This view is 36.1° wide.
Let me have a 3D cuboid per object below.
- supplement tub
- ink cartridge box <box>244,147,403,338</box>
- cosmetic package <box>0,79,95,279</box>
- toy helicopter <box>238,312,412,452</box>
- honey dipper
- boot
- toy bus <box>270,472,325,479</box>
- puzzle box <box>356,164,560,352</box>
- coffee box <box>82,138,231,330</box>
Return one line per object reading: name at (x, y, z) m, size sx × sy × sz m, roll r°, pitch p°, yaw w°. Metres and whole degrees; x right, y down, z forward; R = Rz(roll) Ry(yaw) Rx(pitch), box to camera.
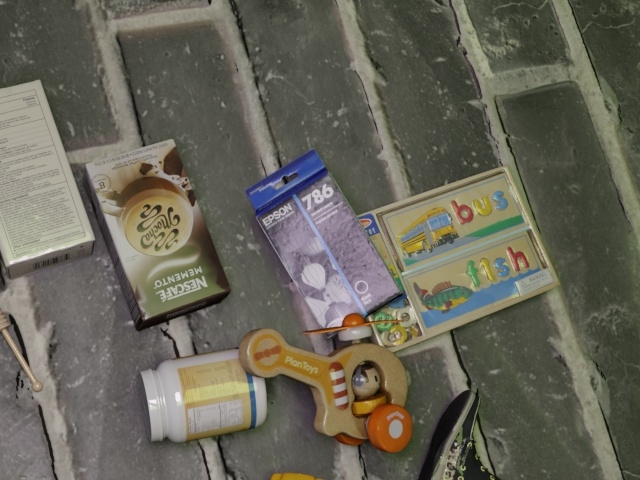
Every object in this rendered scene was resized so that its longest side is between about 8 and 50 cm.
supplement tub at (-0.203, 0.267, 1.685) m, size 0.199 × 0.144 × 0.144 m, roll -8°, pitch 78°, yaw -16°
ink cartridge box at (0.000, 0.000, 1.816) m, size 0.165 × 0.065 × 0.333 m, roll -33°, pitch 80°, yaw 3°
cosmetic package at (-0.519, -0.106, 1.720) m, size 0.160 × 0.113 × 0.309 m, roll -17°, pitch 80°, yaw -19°
toy helicopter at (0.017, 0.215, 1.694) m, size 0.355 × 0.140 × 0.235 m, roll 24°, pitch 73°, yaw -33°
honey dipper at (-0.522, 0.189, 1.684) m, size 0.030 × 0.030 × 0.161 m, roll -32°, pitch 88°, yaw -20°
boot at (0.290, 0.414, 1.809) m, size 0.178 × 0.085 × 0.236 m, roll 26°, pitch 77°, yaw -9°
toy bus at (-0.056, 0.548, 1.618) m, size 0.108 × 0.130 × 0.333 m, roll 6°, pitch 60°, yaw 3°
puzzle box at (0.241, 0.034, 1.915) m, size 0.408 × 0.052 × 0.272 m, roll -20°, pitch 80°, yaw -19°
coffee box at (-0.293, -0.008, 1.748) m, size 0.168 × 0.119 × 0.297 m, roll -19°, pitch 81°, yaw -20°
